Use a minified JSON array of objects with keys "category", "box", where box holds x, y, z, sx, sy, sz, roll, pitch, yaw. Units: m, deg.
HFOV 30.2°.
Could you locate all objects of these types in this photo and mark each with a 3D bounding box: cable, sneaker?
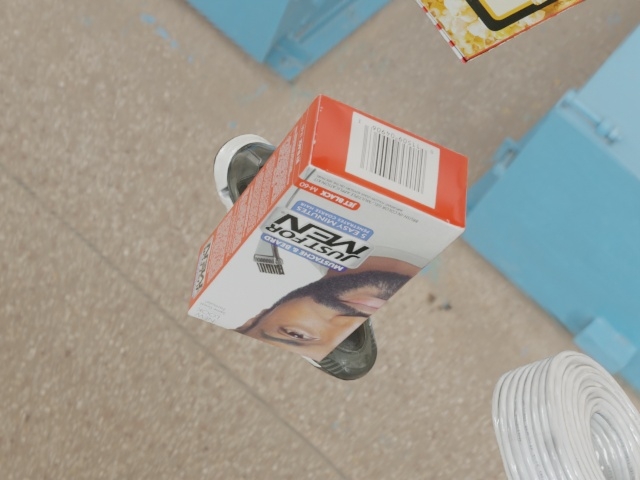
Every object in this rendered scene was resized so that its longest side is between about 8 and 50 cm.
[{"category":"cable","box":[0.282,0.241,1.246,0.257,0.089,0.257,33,39,-40]},{"category":"sneaker","box":[-0.008,0.020,0.980,0.078,0.106,0.234,-32,106,-21]}]

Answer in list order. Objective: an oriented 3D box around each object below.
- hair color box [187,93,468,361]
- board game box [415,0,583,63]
[{"category":"hair color box","box":[0.000,0.000,0.665,0.093,0.167,0.053,21,54,-17]},{"category":"board game box","box":[0.098,-0.171,0.467,0.147,0.193,0.045,45,38,-30]}]
